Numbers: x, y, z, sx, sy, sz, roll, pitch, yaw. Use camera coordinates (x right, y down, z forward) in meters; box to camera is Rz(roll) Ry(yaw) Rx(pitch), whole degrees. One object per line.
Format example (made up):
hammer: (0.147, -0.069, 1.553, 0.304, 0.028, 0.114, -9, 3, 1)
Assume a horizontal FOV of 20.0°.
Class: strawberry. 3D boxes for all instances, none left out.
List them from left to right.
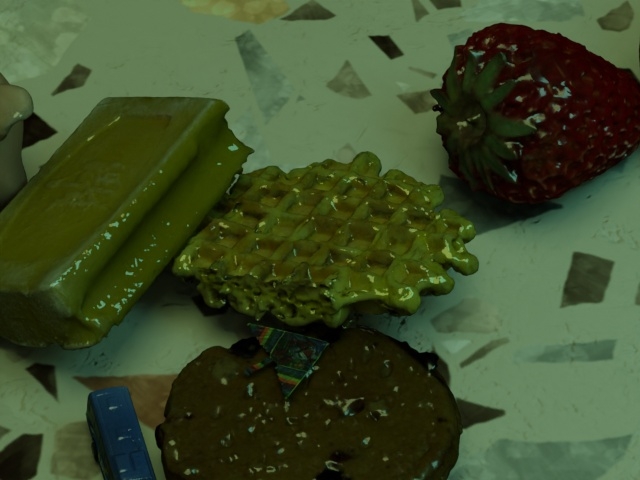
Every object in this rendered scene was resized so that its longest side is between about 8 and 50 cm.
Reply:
strawberry: (0.255, -0.139, 1.983, 0.244, 0.205, 0.205, -7, 44, -33)

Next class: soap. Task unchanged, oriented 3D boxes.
soap: (-0.233, -0.025, 1.899, 0.199, 0.091, 0.315, 3, 43, 41)

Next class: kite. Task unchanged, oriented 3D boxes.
kite: (-0.035, 0.112, 1.777, 0.090, 0.004, 0.122, -19, 40, -17)

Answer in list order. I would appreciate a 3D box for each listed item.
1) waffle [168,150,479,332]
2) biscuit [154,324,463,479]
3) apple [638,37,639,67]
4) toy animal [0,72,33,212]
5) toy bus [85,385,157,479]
waffle: (0.000, 0.003, 1.888, 0.307, 0.060, 0.312, -21, 34, -20)
biscuit: (-0.010, 0.190, 1.745, 0.296, 0.075, 0.296, -3, 40, 2)
apple: (0.515, -0.230, 1.976, 0.302, 0.301, 0.301, -1, 48, 2)
toy animal: (-0.453, -0.085, 1.906, 0.237, 0.269, 0.326, 34, 18, 20)
toy bus: (-0.189, 0.212, 1.746, 0.051, 0.061, 0.153, -11, 47, -14)
